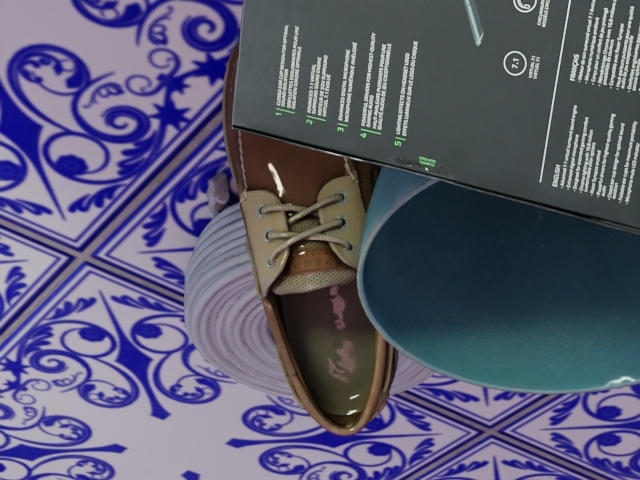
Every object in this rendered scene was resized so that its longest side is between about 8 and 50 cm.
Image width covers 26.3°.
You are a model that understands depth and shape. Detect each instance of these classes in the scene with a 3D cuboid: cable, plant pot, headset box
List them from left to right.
[{"bbox_3d":[0.005,0.054,1.236,0.257,0.089,0.257,9,141,-8],"label":"cable"},{"bbox_3d":[0.093,-0.161,0.763,0.283,0.131,0.246,15,109,26],"label":"headset box"},{"bbox_3d":[0.174,-0.046,1.009,0.290,0.195,0.290,2,142,2],"label":"plant pot"}]

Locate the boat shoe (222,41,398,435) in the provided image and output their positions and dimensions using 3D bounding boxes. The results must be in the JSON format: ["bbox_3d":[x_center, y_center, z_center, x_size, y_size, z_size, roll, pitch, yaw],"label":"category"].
[{"bbox_3d":[0.000,0.000,1.051,0.123,0.116,0.324,-15,106,4],"label":"boat shoe"}]
